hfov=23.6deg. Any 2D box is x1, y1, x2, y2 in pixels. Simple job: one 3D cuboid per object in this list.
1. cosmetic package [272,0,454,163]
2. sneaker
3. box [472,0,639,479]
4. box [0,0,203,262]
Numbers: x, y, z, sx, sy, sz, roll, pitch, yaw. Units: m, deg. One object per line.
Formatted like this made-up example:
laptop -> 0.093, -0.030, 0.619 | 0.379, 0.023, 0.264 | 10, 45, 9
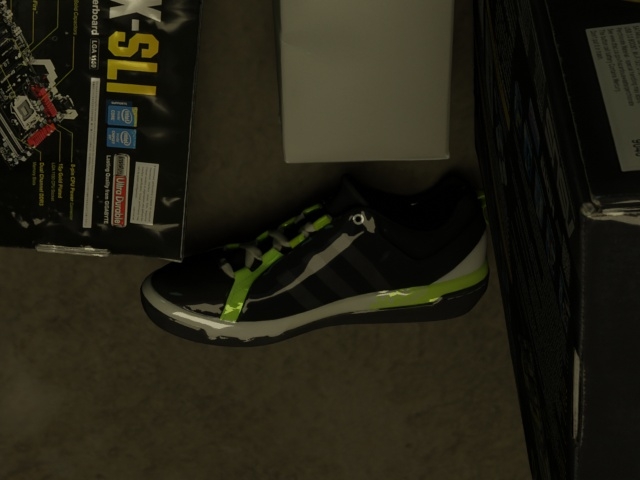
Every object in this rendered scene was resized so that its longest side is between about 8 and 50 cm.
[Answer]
cosmetic package -> 0.023, -0.171, 0.840 | 0.107, 0.127, 0.238 | -4, 124, 0
sneaker -> 0.000, 0.000, 0.972 | 0.235, 0.084, 0.097 | -7, 119, -14
box -> 0.132, -0.038, 0.736 | 0.097, 0.395, 0.318 | -4, 133, 1
box -> -0.194, -0.147, 0.877 | 0.257, 0.079, 0.322 | 3, 122, -6
